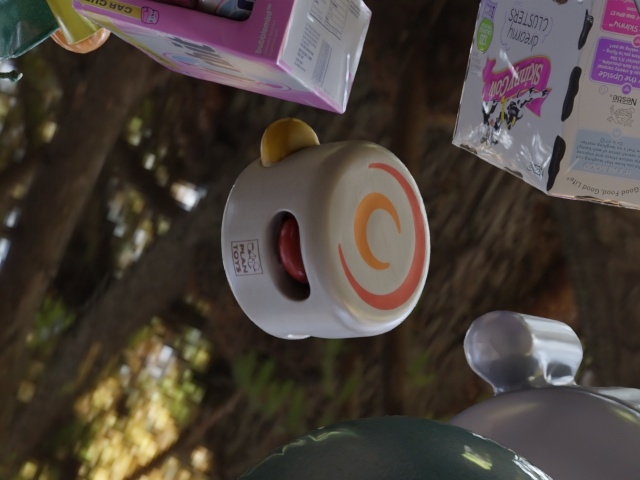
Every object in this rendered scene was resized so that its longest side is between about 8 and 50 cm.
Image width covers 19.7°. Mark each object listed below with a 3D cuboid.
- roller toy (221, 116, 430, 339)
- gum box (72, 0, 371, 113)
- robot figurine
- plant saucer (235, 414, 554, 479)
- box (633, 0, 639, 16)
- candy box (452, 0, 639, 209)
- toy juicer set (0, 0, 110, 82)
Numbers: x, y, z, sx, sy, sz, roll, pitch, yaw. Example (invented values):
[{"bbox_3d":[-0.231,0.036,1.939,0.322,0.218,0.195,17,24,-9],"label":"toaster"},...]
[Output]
[{"bbox_3d":[0.000,0.000,1.812,0.209,0.146,0.191,48,-129,-37],"label":"roller toy"},{"bbox_3d":[-0.046,-0.119,0.950,0.107,0.062,0.188,15,179,11],"label":"gum box"},{"bbox_3d":[0.154,0.187,1.090,0.353,0.200,0.300,13,-122,-68],"label":"robot figurine"},{"bbox_3d":[0.044,0.145,0.598,0.195,0.037,0.195,11,-116,-23],"label":"plant saucer"},{"bbox_3d":[0.166,-0.108,0.482,0.181,0.182,0.119,-18,-131,15],"label":"box"},{"bbox_3d":[0.156,-0.132,1.108,0.070,0.196,0.165,8,-169,-19],"label":"candy box"},{"bbox_3d":[-0.223,-0.160,1.375,0.089,0.209,0.329,55,-176,-16],"label":"toy juicer set"}]
